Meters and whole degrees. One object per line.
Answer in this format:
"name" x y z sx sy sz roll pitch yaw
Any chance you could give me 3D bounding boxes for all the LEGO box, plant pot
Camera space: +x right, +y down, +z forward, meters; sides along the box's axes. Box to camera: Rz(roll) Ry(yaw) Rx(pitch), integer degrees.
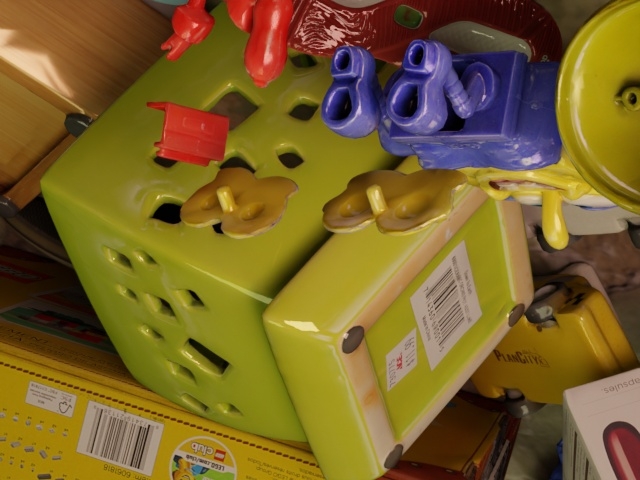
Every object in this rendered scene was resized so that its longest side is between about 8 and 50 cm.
"LEGO box" -0.124 0.172 1.291 0.500 0.193 0.372 17 -173 12
"plant pot" 0.000 0.000 1.015 0.207 0.227 0.228 31 156 31

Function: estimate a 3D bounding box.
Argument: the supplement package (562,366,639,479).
"supplement package" 0.305 0.167 1.089 0.262 0.145 0.204 -17 145 -3

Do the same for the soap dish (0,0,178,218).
"soap dish" -0.255 -0.147 1.121 0.291 0.118 0.229 33 149 -18

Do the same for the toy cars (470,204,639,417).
"toy cars" 0.172 0.004 1.096 0.176 0.087 0.393 42 154 24

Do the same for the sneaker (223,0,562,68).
"sneaker" 0.020 -0.144 0.913 0.221 0.087 0.128 29 -167 -11

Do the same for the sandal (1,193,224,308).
"sandal" -0.125 0.028 1.294 0.303 0.120 0.086 30 129 -13

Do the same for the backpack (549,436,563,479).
"backpack" 0.253 0.185 1.321 0.120 0.098 0.101 2 124 35

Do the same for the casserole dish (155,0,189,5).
"casserole dish" -0.106 -0.216 0.990 0.114 0.037 0.188 13 148 18

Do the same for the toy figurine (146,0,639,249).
"toy figurine" 0.120 -0.083 0.760 0.363 0.191 0.217 0 172 43
